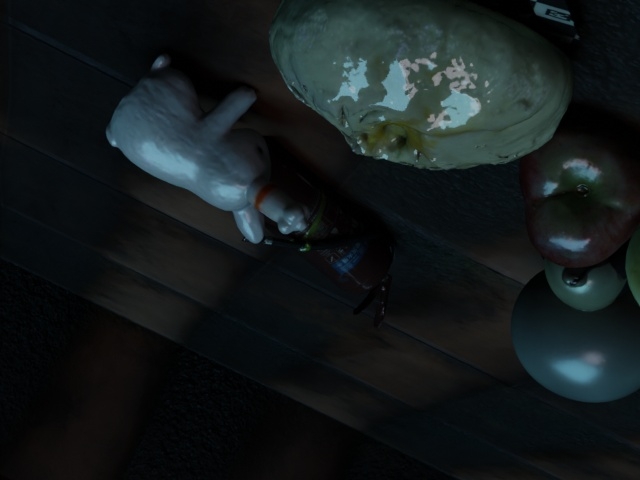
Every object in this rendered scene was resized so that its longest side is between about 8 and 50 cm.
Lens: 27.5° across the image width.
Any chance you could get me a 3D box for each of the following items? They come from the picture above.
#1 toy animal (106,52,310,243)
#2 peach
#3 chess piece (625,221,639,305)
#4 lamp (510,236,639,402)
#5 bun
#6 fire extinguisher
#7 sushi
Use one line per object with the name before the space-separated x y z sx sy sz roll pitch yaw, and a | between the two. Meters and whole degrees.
toy animal | -0.123 -0.109 1.645 0.282 0.138 0.140 30 157 3
peach | 0.269 -0.046 1.351 0.152 0.152 0.152 22 162 8
chess piece | 0.341 -0.040 1.161 0.176 0.175 0.298 14 154 30
lamp | 0.330 0.088 1.608 0.198 0.197 0.243 16 137 26
bun | 0.090 -0.141 1.209 0.287 0.146 0.287 15 179 0
fire extinguisher | 0.000 0.000 1.831 0.341 0.141 0.105 40 168 -36
sushi | 0.091 -0.242 1.131 0.280 0.043 0.192 17 178 20
